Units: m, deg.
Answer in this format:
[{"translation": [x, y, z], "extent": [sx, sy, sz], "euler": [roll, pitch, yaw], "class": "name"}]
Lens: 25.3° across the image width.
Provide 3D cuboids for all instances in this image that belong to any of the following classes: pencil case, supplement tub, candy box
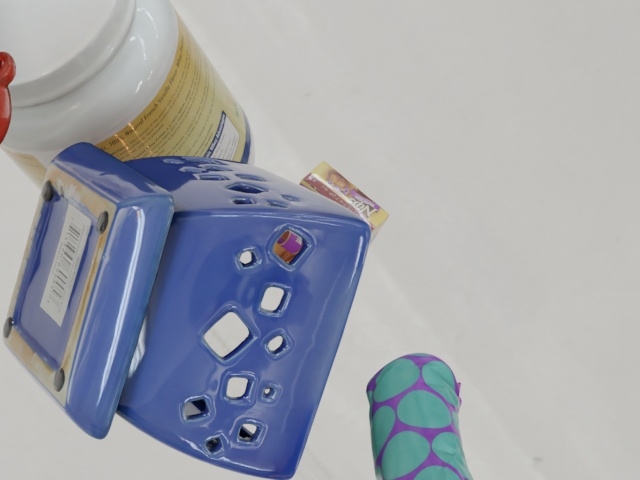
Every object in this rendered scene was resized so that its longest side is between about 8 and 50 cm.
[{"translation": [0.070, 0.140, 0.937], "extent": [0.070, 0.151, 0.064], "euler": [4, 122, -8], "class": "pencil case"}, {"translation": [-0.223, -0.147, 1.477], "extent": [0.228, 0.228, 0.316], "euler": [-56, 147, -16], "class": "supplement tub"}, {"translation": [0.000, 0.000, 1.788], "extent": [0.109, 0.186, 0.053], "euler": [40, 50, 8], "class": "candy box"}]

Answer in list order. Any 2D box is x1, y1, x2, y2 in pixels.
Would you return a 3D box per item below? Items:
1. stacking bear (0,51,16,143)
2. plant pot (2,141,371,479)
[{"translation": [-0.315, -0.023, 0.992], "extent": [0.164, 0.175, 0.289], "euler": [44, 58, -36], "class": "stacking bear"}, {"translation": [-0.127, 0.046, 1.199], "extent": [0.212, 0.236, 0.236], "euler": [13, 99, -31], "class": "plant pot"}]
